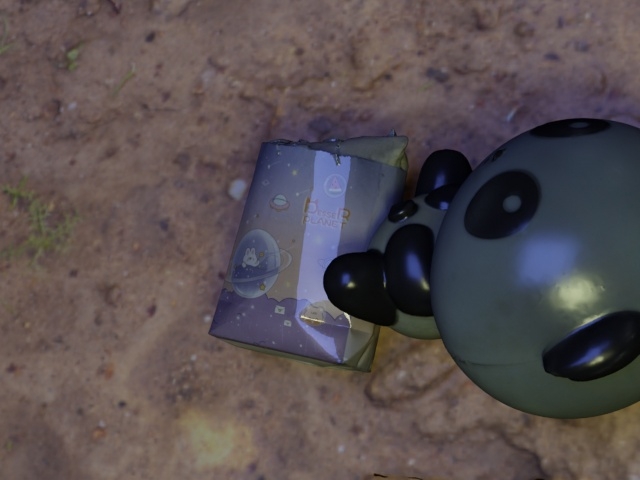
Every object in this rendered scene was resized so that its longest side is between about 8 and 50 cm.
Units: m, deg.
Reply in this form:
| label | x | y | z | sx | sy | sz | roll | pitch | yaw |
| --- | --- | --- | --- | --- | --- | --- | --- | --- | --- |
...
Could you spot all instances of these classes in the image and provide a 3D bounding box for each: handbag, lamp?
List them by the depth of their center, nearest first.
| label | x | y | z | sx | sy | sz | roll | pitch | yaw |
| --- | --- | --- | --- | --- | --- | --- | --- | --- | --- |
| lamp | 0.136 | 0.014 | 1.087 | 0.244 | 0.197 | 0.198 | 5 | 75 | 44 |
| handbag | 0.000 | 0.000 | 1.209 | 0.117 | 0.095 | 0.173 | 12 | 87 | 24 |
